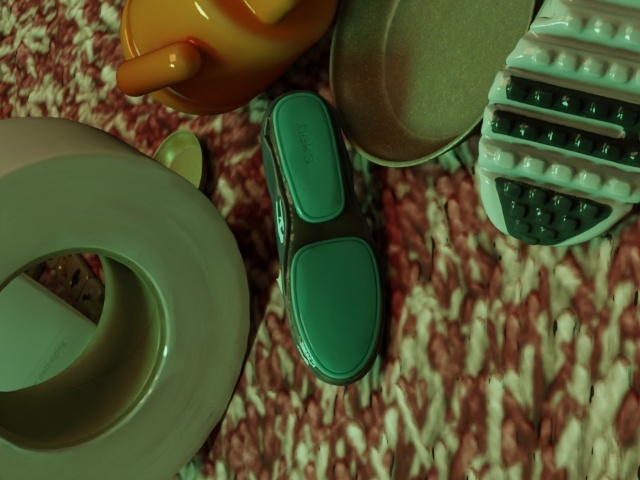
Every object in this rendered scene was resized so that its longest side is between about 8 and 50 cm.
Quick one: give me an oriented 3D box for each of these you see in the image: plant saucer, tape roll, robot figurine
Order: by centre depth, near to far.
[{"bbox_3d":[0.081,-0.140,1.114,0.199,0.036,0.198,-24,58,45],"label":"plant saucer"},{"bbox_3d":[-0.195,0.060,1.188,0.100,0.286,0.286,31,102,52],"label":"tape roll"},{"bbox_3d":[-0.070,-0.167,1.226,0.219,0.128,0.158,-35,44,58],"label":"robot figurine"},{"bbox_3d":[-0.113,-0.046,1.347,0.083,0.015,0.083,-25,57,46],"label":"plant saucer"}]

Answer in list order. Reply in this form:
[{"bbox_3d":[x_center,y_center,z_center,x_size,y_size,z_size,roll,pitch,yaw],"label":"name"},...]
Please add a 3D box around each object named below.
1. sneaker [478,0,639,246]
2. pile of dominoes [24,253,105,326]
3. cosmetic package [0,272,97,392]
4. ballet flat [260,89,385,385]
[{"bbox_3d":[0.169,-0.133,0.959,0.118,0.110,0.292,-59,-13,-68],"label":"sneaker"},{"bbox_3d":[-0.209,0.047,1.416,0.251,0.040,0.196,45,113,49],"label":"pile of dominoes"},{"bbox_3d":[-0.356,0.079,1.431,0.197,0.155,0.365,-56,30,-8],"label":"cosmetic package"},{"bbox_3d":[0.000,0.000,1.142,0.074,0.074,0.203,-22,75,47],"label":"ballet flat"}]
